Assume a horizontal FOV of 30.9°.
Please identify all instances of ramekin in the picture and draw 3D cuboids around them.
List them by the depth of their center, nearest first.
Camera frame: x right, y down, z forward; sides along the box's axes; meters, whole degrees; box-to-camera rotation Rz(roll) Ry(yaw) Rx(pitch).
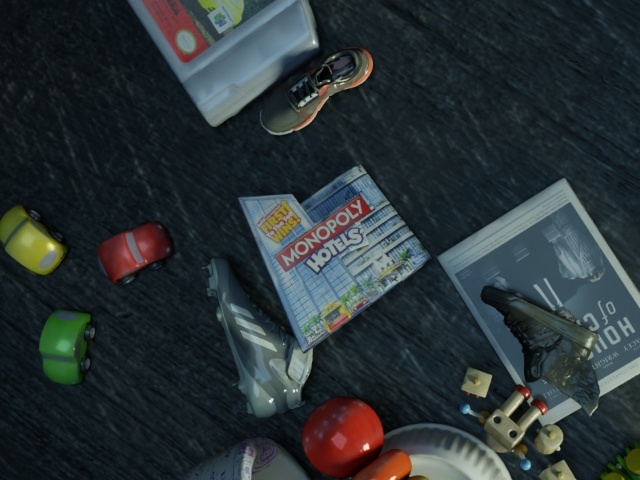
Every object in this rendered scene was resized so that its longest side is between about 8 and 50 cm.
[{"bbox_3d":[0.124,0.320,1.342,0.207,0.109,0.207,0,90,12],"label":"ramekin"}]

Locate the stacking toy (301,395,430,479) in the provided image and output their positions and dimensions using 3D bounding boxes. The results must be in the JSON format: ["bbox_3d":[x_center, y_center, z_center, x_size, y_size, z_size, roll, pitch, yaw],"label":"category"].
[{"bbox_3d":[0.095,0.309,1.231,0.141,0.141,0.330,-41,78,9],"label":"stacking toy"}]

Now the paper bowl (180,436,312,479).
[{"bbox_3d":[-0.074,0.375,1.294,0.148,0.284,0.284,-26,84,12],"label":"paper bowl"}]

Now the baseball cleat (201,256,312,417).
[{"bbox_3d":[-0.070,0.110,1.415,0.109,0.072,0.205,-17,91,-2],"label":"baseball cleat"}]

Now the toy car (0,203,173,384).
[{"bbox_3d":[-0.316,0.074,1.466,0.239,0.053,0.225,8,91,12],"label":"toy car"}]

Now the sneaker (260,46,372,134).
[{"bbox_3d":[-0.012,-0.187,1.398,0.158,0.065,0.061,-36,82,9],"label":"sneaker"}]

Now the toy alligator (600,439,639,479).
[{"bbox_3d":[0.337,0.285,1.329,0.189,0.056,0.051,-47,39,9],"label":"toy alligator"}]

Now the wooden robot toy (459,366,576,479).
[{"bbox_3d":[0.226,0.222,1.342,0.076,0.079,0.173,-41,71,-19],"label":"wooden robot toy"}]

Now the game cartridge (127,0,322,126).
[{"bbox_3d":[-0.134,-0.314,1.434,0.196,0.060,0.294,-34,83,6],"label":"game cartridge"}]

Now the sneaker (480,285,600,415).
[{"bbox_3d":[0.248,0.123,1.317,0.170,0.051,0.089,25,91,8],"label":"sneaker"}]

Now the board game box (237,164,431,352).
[{"bbox_3d":[0.000,0.000,1.376,0.194,0.060,0.194,-37,83,-5],"label":"board game box"}]

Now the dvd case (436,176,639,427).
[{"bbox_3d":[0.273,0.073,1.353,0.179,0.029,0.238,-33,83,11],"label":"dvd case"}]
